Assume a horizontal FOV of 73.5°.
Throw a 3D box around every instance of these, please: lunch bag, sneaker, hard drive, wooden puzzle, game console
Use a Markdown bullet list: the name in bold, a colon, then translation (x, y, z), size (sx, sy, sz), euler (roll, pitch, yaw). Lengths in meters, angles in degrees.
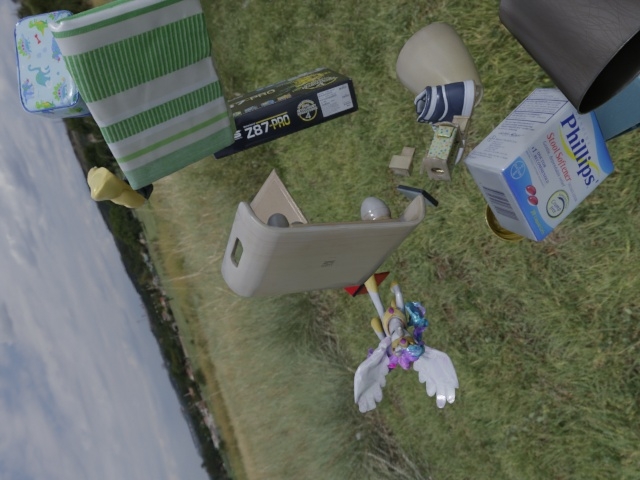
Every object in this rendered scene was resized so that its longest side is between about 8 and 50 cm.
- **lunch bag**: translation (-0.594, -0.392, 0.969), size (0.090, 0.176, 0.219), euler (-10, -84, -77)
- **sneaker**: translation (0.346, -0.333, 1.244), size (0.282, 0.153, 0.099), euler (82, -172, -53)
- **hard drive**: translation (0.352, -0.164, 1.557), size (0.094, 0.022, 0.135), euler (31, 178, -33)
- **wooden puzzle**: translation (-0.137, -0.082, 1.409), size (0.221, 0.044, 0.238), euler (-46, 68, 45)
- **game console**: translation (0.148, 0.128, 1.501), size (0.124, 0.085, 0.144), euler (41, 138, 9)

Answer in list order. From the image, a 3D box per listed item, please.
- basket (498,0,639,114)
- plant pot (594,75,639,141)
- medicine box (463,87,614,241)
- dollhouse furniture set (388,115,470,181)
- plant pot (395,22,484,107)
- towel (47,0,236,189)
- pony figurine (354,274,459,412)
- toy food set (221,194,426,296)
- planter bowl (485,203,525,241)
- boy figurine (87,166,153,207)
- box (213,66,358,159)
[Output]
- **basket**: translation (0.418, -0.356, 0.698), size (0.204, 0.154, 0.227), euler (-51, 58, 28)
- **plant pot**: translation (0.828, -0.433, 1.172), size (0.252, 0.248, 0.247), euler (65, 161, 6)
- **medicine box**: translation (0.567, -0.197, 1.113), size (0.263, 0.289, 0.149), euler (47, 178, -29)
- **dollhouse furniture set**: translation (0.274, -0.261, 1.094), size (0.161, 0.182, 0.101), euler (12, 162, 30)
- **plant pot**: translation (0.441, -0.572, 1.507), size (0.256, 0.256, 0.274), euler (102, 150, -51)
- **towel**: translation (-0.292, -0.267, 0.781), size (0.038, 0.248, 0.325), euler (46, 157, 32)
- **pony figurine**: translation (0.222, 0.305, 1.266), size (0.363, 0.303, 0.351), euler (-99, -3, -64)
- **toy food set**: translation (0.000, 0.000, 0.718), size (0.219, 0.306, 0.092), euler (122, 138, -53)
- **planter bowl**: translation (0.765, -0.099, 1.771), size (0.090, 0.217, 0.217), euler (133, 117, -82)
- **boy figurine**: translation (-0.584, -0.157, 1.224), size (0.177, 0.092, 0.285), euler (34, 180, -4)
- **box**: translation (-0.124, -0.368, 1.201), size (0.318, 0.395, 0.097), euler (-114, 4, -62)
